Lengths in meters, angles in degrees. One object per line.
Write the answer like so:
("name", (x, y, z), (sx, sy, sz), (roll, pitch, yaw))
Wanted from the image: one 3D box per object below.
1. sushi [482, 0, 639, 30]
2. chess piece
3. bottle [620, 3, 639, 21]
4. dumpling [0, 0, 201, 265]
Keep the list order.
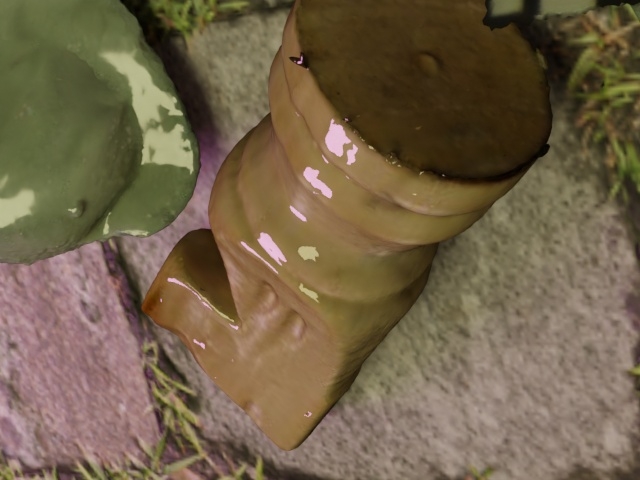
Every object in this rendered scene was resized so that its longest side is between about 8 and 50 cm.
("sushi", (0.174, -0.286, 0.608), (0.296, 0.100, 0.373), (-11, 119, -6))
("chess piece", (0.000, 0.000, 0.889), (0.137, 0.137, 0.301), (38, 140, 6))
("bottle", (0.206, -0.021, 0.768), (0.083, 0.083, 0.269), (-27, 96, 38))
("dumpling", (-0.166, -0.060, 0.960), (0.219, 0.152, 0.108), (8, 165, 10))
